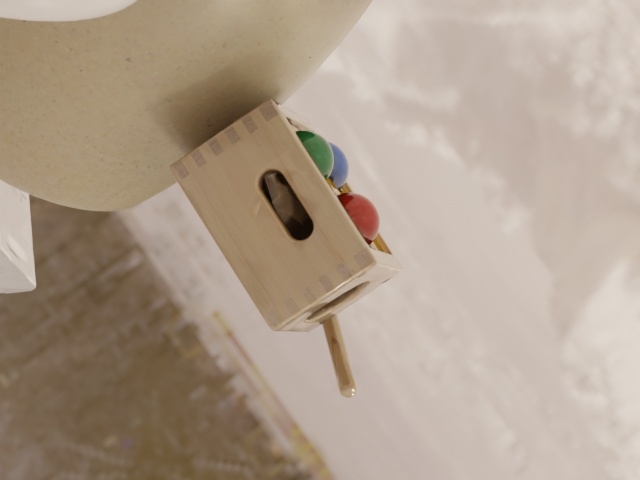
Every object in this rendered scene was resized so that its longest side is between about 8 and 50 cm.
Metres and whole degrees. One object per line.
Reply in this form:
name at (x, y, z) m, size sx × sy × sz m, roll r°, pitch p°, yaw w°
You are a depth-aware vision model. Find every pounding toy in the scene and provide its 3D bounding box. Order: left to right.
pounding toy at (0.006, 0.008, 1.323) m, size 0.181 × 0.094 × 0.206 m, roll 57°, pitch -173°, yaw 8°

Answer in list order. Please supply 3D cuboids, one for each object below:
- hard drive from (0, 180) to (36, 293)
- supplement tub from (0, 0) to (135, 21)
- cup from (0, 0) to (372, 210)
hard drive at (-0.291, -0.146, 1.645) m, size 0.233 × 0.047 × 0.353 m, roll 90°, pitch 175°, yaw -80°
supplement tub at (-0.137, -0.259, 0.918) m, size 0.191 × 0.272 × 0.191 m, roll 16°, pitch -156°, yaw -7°
cup at (-0.153, -0.163, 1.364) m, size 0.331 × 0.237 × 0.331 m, roll 24°, pitch -156°, yaw -12°
